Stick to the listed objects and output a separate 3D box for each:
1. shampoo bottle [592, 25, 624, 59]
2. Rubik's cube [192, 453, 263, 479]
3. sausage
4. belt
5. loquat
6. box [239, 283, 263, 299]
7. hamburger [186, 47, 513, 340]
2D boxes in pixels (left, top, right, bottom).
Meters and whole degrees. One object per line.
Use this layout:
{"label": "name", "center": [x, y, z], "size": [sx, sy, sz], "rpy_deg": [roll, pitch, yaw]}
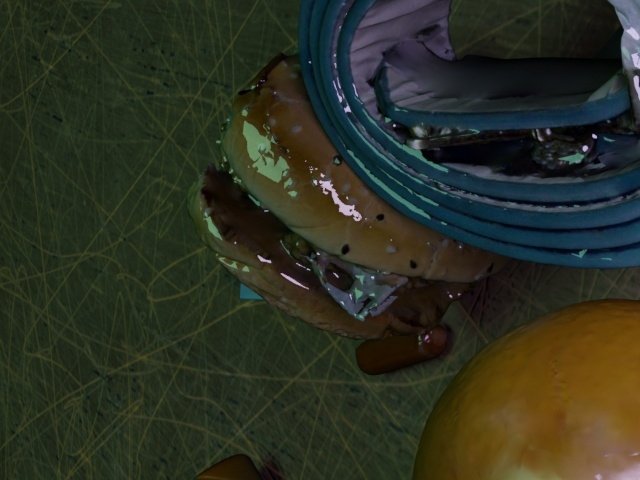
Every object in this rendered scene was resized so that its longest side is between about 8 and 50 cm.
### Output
{"label": "shampoo bottle", "center": [0.285, -0.143, 1.238], "size": [0.246, 0.079, 0.080], "rpy_deg": [-52, 44, 41]}
{"label": "Rubik's cube", "center": [-0.106, 0.424, 1.745], "size": [0.254, 0.254, 0.254], "rpy_deg": [-13, 75, 56]}
{"label": "sausage", "center": [0.085, 0.112, 1.554], "size": [0.131, 0.039, 0.041], "rpy_deg": [-25, 62, 55]}
{"label": "belt", "center": [0.177, -0.144, 1.135], "size": [0.436, 0.173, 0.300], "rpy_deg": [8, 120, 42]}
{"label": "loquat", "center": [0.220, 0.199, 1.079], "size": [0.328, 0.328, 0.328], "rpy_deg": [-13, 75, 56]}
{"label": "box", "center": [0.000, 0.000, 1.666], "size": [0.232, 0.083, 0.142], "rpy_deg": [0, 86, 56]}
{"label": "hamburger", "center": [0.051, -0.047, 1.407], "size": [0.277, 0.318, 0.195], "rpy_deg": [46, 130, 8]}
